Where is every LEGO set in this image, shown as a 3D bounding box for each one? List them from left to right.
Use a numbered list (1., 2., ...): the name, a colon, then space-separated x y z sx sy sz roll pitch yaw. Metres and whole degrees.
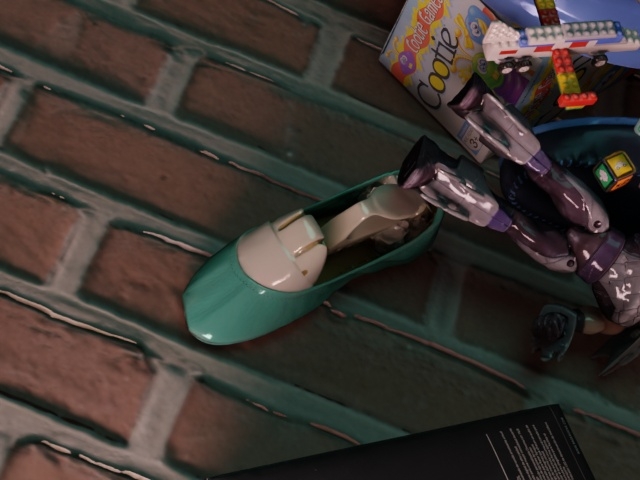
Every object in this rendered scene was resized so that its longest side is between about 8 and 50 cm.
1. LEGO set: 0.234 -0.157 1.090 0.182 0.060 0.244 33 64 3

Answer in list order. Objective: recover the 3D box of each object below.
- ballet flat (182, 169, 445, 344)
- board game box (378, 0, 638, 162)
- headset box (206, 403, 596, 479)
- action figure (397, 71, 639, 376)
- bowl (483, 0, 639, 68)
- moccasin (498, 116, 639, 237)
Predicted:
1. ballet flat: 0.000 0.000 1.121 0.247 0.087 0.083 -24 65 -33
2. board game box: 0.213 -0.210 1.326 0.275 0.144 0.142 -30 69 -35
3. headset box: 0.061 0.260 0.916 0.283 0.131 0.246 -9 58 -26
4. action figure: 0.198 -0.002 1.124 0.285 0.185 0.099 36 5 -7
5. bowl: 0.253 -0.320 1.279 0.391 0.077 0.391 11 51 -14
6. moccasin: 0.317 -0.015 1.222 0.342 0.138 0.117 10 56 -12
